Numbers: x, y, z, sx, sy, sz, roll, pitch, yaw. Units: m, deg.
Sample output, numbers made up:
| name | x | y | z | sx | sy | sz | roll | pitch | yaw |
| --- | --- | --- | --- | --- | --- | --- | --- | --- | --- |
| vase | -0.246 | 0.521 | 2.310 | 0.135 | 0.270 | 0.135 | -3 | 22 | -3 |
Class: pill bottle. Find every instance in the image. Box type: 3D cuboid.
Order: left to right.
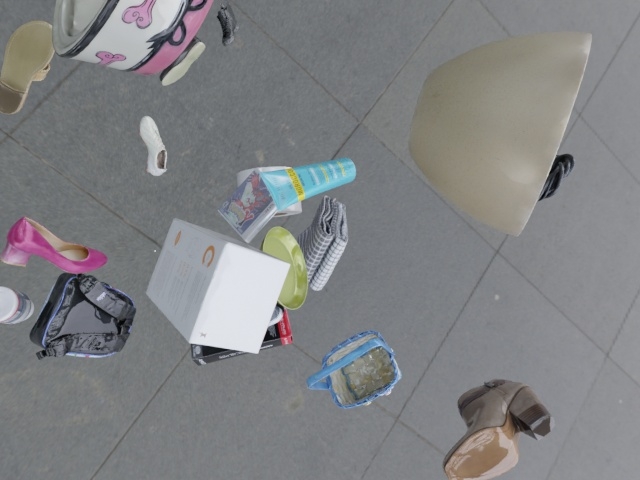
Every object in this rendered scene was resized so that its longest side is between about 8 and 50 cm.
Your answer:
| name | x | y | z | sx | sy | sz | roll | pitch | yaw |
| --- | --- | --- | --- | --- | --- | --- | --- | --- | --- |
| pill bottle | -0.987 | 0.210 | 1.402 | 0.107 | 0.180 | 0.108 | 4 | 76 | -14 |

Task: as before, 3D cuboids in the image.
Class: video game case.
| name | x | y | z | sx | sy | sz | roll | pitch | yaw |
| --- | --- | --- | --- | --- | --- | --- | --- | --- | --- |
| video game case | -0.205 | -0.110 | 1.329 | 0.183 | 0.201 | 0.023 | -48 | 136 | -1 |

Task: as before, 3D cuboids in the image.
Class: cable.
| name | x | y | z | sx | sy | sz | roll | pitch | yaw |
| --- | --- | --- | --- | --- | --- | --- | --- | --- | --- |
| cable | 0.383 | -0.093 | 0.822 | 0.184 | 0.150 | 0.047 | -35 | 100 | 26 |

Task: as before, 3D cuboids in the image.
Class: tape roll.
| name | x | y | z | sx | sy | sz | roll | pitch | yaw |
| --- | --- | --- | --- | --- | --- | --- | --- | --- | --- |
| tape roll | -0.200 | -0.182 | 1.730 | 0.246 | 0.246 | 0.169 | -5 | 89 | -21 |

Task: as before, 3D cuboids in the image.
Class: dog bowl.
| name | x | y | z | sx | sy | sz | roll | pitch | yaw |
| --- | --- | --- | --- | --- | --- | --- | --- | --- | --- |
| dog bowl | -0.319 | -0.487 | 0.787 | 0.150 | 0.407 | 0.408 | 17 | 82 | -46 |

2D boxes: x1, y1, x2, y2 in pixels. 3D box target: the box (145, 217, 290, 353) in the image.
| name | x | y | z | sx | sy | sz | roll | pitch | yaw |
| --- | --- | --- | --- | --- | --- | --- | --- | --- | --- |
| box | -0.257 | 0.094 | 1.049 | 0.168 | 0.345 | 0.215 | 21 | 88 | -36 |

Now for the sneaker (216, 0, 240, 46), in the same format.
| name | x | y | z | sx | sy | sz | roll | pitch | yaw |
| --- | --- | --- | --- | --- | --- | --- | --- | --- | --- |
| sneaker | -0.321 | -0.736 | 1.496 | 0.089 | 0.051 | 0.170 | 50 | 36 | -39 |

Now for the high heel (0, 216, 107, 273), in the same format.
| name | x | y | z | sx | sy | sz | roll | pitch | yaw |
| --- | --- | --- | --- | --- | --- | --- | --- | --- | --- |
| high heel | -0.604 | 0.008 | 1.045 | 0.117 | 0.082 | 0.244 | -51 | 146 | 17 |

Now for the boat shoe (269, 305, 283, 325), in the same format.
| name | x | y | z | sx | sy | sz | roll | pitch | yaw |
| --- | --- | --- | --- | --- | --- | --- | --- | --- | --- |
| boat shoe | -0.208 | 0.236 | 1.313 | 0.183 | 0.065 | 0.083 | -33 | 127 | 5 |

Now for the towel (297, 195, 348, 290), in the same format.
| name | x | y | z | sx | sy | sz | roll | pitch | yaw |
| --- | --- | --- | --- | --- | --- | --- | --- | --- | --- |
| towel | 0.000 | 0.000 | 1.529 | 0.121 | 0.284 | 0.235 | 19 | 121 | -10 |

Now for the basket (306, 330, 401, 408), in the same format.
| name | x | y | z | sx | sy | sz | roll | pitch | yaw |
| --- | --- | --- | --- | --- | --- | --- | --- | --- | --- |
| basket | 0.120 | 0.393 | 1.364 | 0.254 | 0.201 | 0.289 | -34 | 144 | 14 |

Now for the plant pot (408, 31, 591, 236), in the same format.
| name | x | y | z | sx | sy | sz | roll | pitch | yaw |
| --- | --- | --- | --- | --- | --- | --- | --- | --- | --- |
| plant pot | 0.243 | -0.170 | 0.660 | 0.190 | 0.284 | 0.284 | 19 | 80 | 17 |

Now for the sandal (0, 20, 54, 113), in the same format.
| name | x | y | z | sx | sy | sz | roll | pitch | yaw |
| --- | --- | --- | --- | --- | --- | --- | --- | --- | --- |
| sandal | -0.700 | -0.415 | 1.058 | 0.088 | 0.079 | 0.240 | 31 | 102 | -21 |

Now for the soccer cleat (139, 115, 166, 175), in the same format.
| name | x | y | z | sx | sy | sz | roll | pitch | yaw |
| --- | --- | --- | --- | --- | --- | --- | --- | --- | --- |
| soccer cleat | -0.536 | -0.310 | 1.438 | 0.068 | 0.076 | 0.196 | -12 | 94 | -57 |

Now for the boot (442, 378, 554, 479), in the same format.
| name | x | y | z | sx | sy | sz | roll | pitch | yaw |
| --- | --- | --- | --- | --- | --- | --- | --- | --- | --- |
| boot | 0.150 | 0.168 | 0.408 | 0.118 | 0.087 | 0.042 | -20 | 95 | -9 |

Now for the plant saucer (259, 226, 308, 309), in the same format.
| name | x | y | z | sx | sy | sz | roll | pitch | yaw |
| --- | --- | --- | --- | --- | --- | --- | --- | --- | --- |
| plant saucer | -0.110 | 0.081 | 1.266 | 0.037 | 0.241 | 0.241 | -16 | 96 | 23 |

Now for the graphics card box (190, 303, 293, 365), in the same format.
| name | x | y | z | sx | sy | sz | roll | pitch | yaw |
| --- | --- | --- | --- | --- | --- | --- | --- | --- | --- |
| graphics card box | -0.308 | 0.315 | 1.685 | 0.370 | 0.094 | 0.233 | -13 | 61 | -7 |

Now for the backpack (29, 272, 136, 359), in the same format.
| name | x | y | z | sx | sy | sz | roll | pitch | yaw |
| --- | --- | --- | --- | --- | --- | --- | --- | --- | --- |
| backpack | -0.744 | 0.249 | 1.409 | 0.263 | 0.213 | 0.277 | 35 | 70 | -44 |

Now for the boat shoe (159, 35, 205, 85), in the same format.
| name | x | y | z | sx | sy | sz | roll | pitch | yaw |
| --- | --- | --- | --- | --- | --- | --- | --- | --- | --- |
| boat shoe | -0.320 | -0.409 | 1.002 | 0.133 | 0.049 | 0.042 | -44 | 90 | 12 |

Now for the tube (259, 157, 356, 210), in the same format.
| name | x | y | z | sx | sy | sz | roll | pitch | yaw |
| --- | --- | --- | --- | --- | --- | --- | --- | --- | --- |
| tube | -0.020 | -0.120 | 0.879 | 0.207 | 0.052 | 0.080 | -22 | 78 | -36 |
